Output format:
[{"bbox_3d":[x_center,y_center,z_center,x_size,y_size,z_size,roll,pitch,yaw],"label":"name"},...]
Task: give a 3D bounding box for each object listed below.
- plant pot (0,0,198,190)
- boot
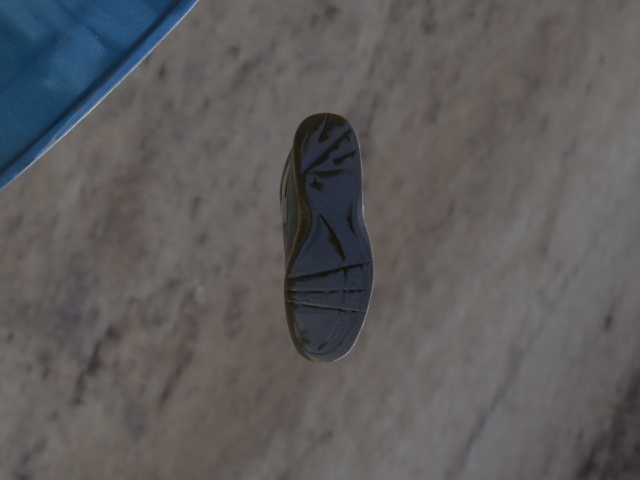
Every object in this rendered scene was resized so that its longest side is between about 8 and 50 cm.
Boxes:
[{"bbox_3d":[-0.246,-0.202,1.289,0.255,0.271,0.272,46,51,-13],"label":"plant pot"},{"bbox_3d":[0.000,0.000,1.624,0.165,0.077,0.213,160,-71,-85],"label":"boot"}]
